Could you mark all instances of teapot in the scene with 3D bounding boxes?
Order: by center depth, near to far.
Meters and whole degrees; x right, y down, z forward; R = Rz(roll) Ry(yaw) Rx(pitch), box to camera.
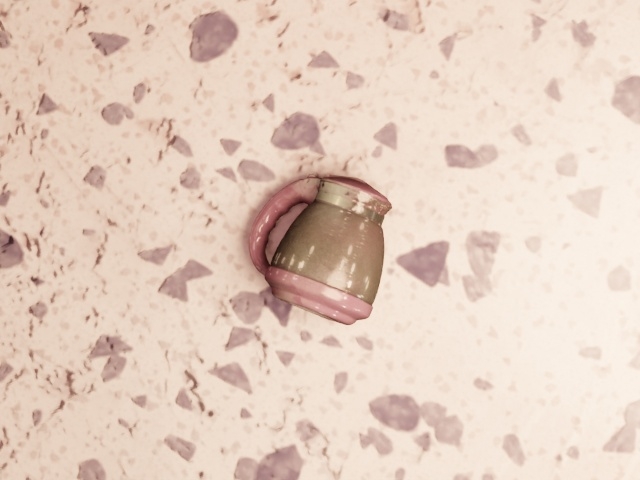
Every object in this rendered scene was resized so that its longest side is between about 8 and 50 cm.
[{"bbox_3d":[0.009,0.004,1.799,0.116,0.148,0.146,24,85,-30],"label":"teapot"}]
